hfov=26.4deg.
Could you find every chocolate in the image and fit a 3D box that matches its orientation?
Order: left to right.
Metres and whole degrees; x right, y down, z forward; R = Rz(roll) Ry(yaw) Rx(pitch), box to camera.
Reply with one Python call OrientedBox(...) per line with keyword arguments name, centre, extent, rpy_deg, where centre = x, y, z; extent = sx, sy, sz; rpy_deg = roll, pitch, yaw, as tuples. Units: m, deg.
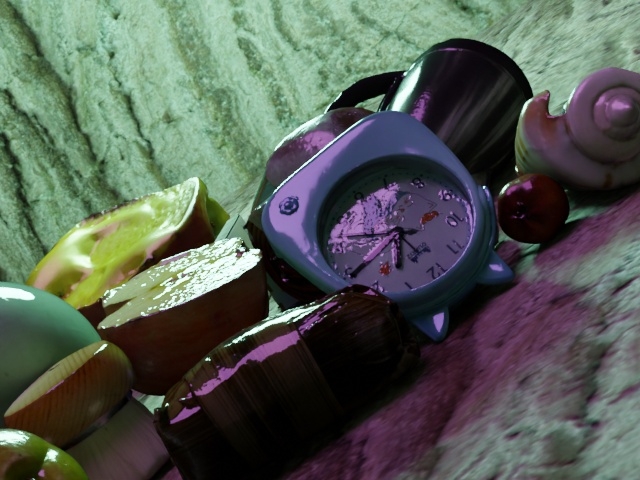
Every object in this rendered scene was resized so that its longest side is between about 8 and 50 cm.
OrientedBox(name="chocolate", centre=(0.073, -0.066, 1.689), extent=(0.185, 0.303, 0.100), rpy_deg=(-27, -37, -23))

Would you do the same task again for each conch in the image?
OrientedBox(name="conch", centre=(0.307, -0.098, 1.571), extent=(0.158, 0.127, 0.255), rpy_deg=(-9, -22, -8))

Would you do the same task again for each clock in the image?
OrientedBox(name="clock", centre=(0.085, -0.001, 1.534), extent=(0.223, 0.274, 0.094), rpy_deg=(-38, -29, -9))

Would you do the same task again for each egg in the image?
OrientedBox(name="egg", centre=(-0.452, 0.202, 1.981), extent=(0.276, 0.276, 0.389), rpy_deg=(-33, -22, 11))

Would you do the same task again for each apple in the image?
OrientedBox(name="apple", centre=(-0.171, 0.121, 1.893), extent=(0.251, 0.163, 0.293), rpy_deg=(-22, 15, -1))

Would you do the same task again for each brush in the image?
OrientedBox(name="brush", centre=(-0.292, 0.232, 1.748), extent=(0.174, 0.166, 0.266), rpy_deg=(-37, 10, -6))

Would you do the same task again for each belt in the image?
OrientedBox(name="belt", centre=(0.000, 0.000, 1.844), extent=(0.105, 0.184, 0.261), rpy_deg=(-39, 14, -22))

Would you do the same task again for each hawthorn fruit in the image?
OrientedBox(name="hawthorn fruit", centre=(0.245, -0.038, 1.548), extent=(0.081, 0.081, 0.093), rpy_deg=(-29, -3, 30))

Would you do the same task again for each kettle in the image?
OrientedBox(name="kettle", centre=(0.155, -0.151, 1.940), extent=(0.207, 0.251, 0.271), rpy_deg=(-35, 15, 44))

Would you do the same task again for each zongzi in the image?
OrientedBox(name="zongzi", centre=(-0.041, 0.146, 1.493), extent=(0.286, 0.134, 0.288), rpy_deg=(-28, 2, -2))

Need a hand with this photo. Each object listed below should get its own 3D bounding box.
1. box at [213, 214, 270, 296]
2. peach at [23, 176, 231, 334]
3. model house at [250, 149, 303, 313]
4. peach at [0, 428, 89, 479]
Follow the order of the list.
OrientedBox(name="box", centre=(-0.123, 0.035, 2.243), extent=(0.033, 0.129, 0.247), rpy_deg=(-31, 11, 12))
OrientedBox(name="peach", centre=(-0.331, 0.083, 2.392), extent=(0.380, 0.242, 0.306), rpy_deg=(-18, 36, 16))
OrientedBox(name="model house", centre=(-0.018, -0.045, 2.056), extent=(0.271, 0.206, 0.178), rpy_deg=(-34, 10, 8))
OrientedBox(name="peach", centre=(-0.342, 0.308, 1.409), extent=(0.231, 0.231, 0.231), rpy_deg=(-33, 10, 7))
